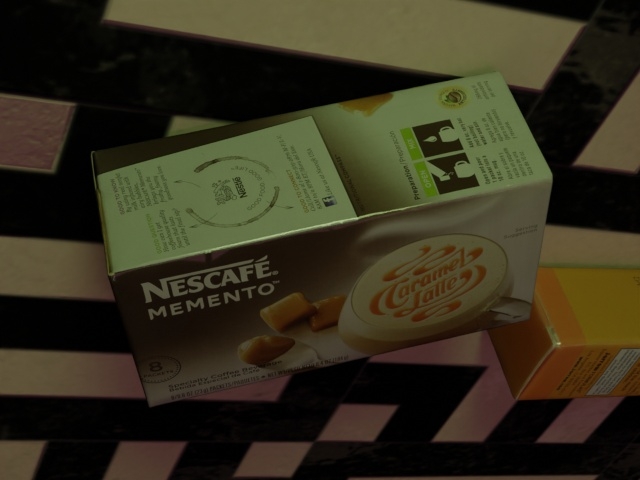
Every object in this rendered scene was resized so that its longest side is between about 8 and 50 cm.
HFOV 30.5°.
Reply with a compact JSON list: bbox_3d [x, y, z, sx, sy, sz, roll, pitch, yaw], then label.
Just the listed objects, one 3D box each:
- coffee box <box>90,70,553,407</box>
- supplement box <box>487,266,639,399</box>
[{"bbox_3d":[0.000,0.000,0.701,0.246,0.098,0.141,-12,141,-7],"label":"coffee box"},{"bbox_3d":[0.251,0.071,0.896,0.233,0.078,0.080,1,138,-20],"label":"supplement box"}]
